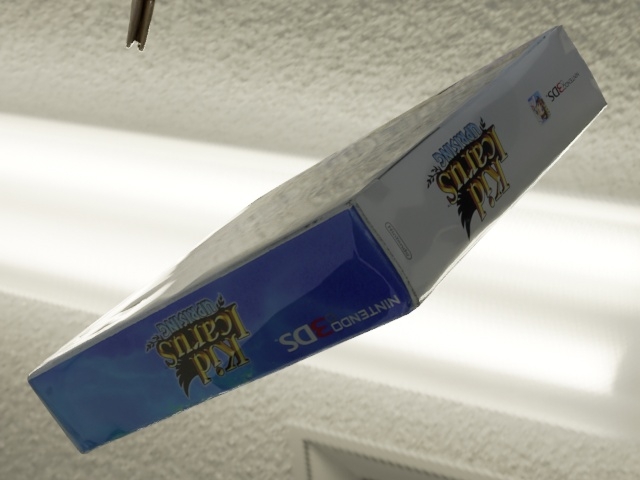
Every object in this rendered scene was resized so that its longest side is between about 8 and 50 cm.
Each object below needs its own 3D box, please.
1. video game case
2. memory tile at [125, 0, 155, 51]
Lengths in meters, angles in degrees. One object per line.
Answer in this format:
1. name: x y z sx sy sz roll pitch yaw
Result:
1. video game case: 0.000 0.000 0.646 0.270 0.244 0.061 -27 -80 41
2. memory tile: -0.104 -0.183 0.722 0.012 0.148 0.113 12 -71 -13
